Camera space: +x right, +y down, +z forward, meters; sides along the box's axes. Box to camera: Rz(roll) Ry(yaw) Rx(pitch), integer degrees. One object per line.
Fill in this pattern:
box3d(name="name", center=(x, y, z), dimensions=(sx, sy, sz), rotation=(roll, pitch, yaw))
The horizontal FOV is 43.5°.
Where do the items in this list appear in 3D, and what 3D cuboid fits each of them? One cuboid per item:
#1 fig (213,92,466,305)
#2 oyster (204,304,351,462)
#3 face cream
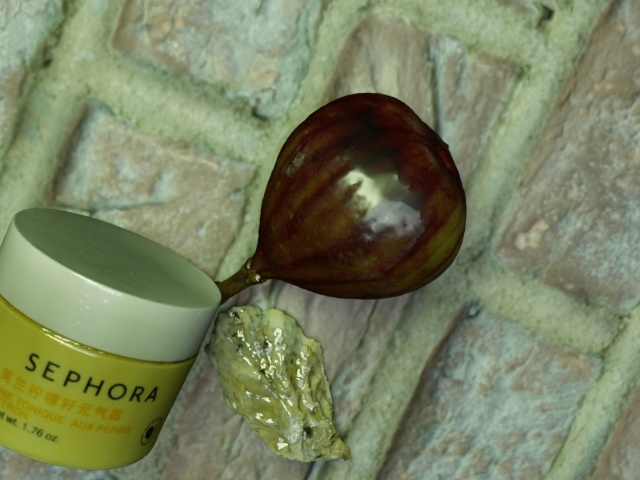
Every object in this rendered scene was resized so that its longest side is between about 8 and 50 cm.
box3d(name="fig", center=(0.000, 0.000, 0.844), dimensions=(0.321, 0.217, 0.217), rotation=(-37, 104, 23))
box3d(name="oyster", center=(-0.052, 0.171, 0.918), dimensions=(0.133, 0.072, 0.209), rotation=(-16, 101, -5))
box3d(name="face cream", center=(-0.234, 0.095, 0.806), dimensions=(0.218, 0.218, 0.179), rotation=(24, 99, -10))
